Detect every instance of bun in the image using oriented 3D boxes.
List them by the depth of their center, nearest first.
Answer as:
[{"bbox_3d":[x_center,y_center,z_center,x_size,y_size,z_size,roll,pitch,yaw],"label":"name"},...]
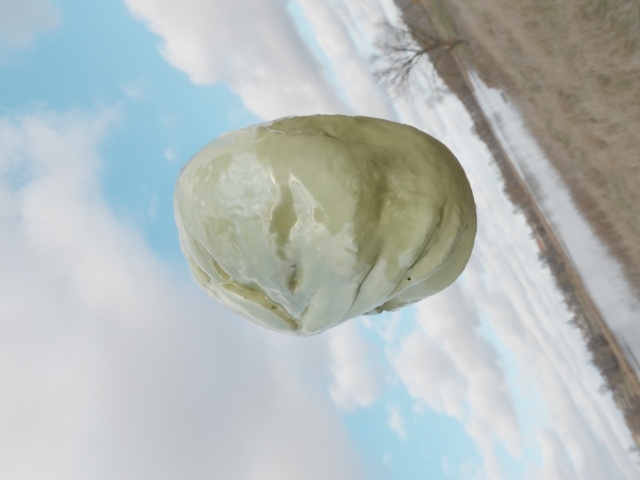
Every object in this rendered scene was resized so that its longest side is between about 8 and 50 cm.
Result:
[{"bbox_3d":[0.000,0.000,0.442,0.259,0.259,0.160,27,-126,-55],"label":"bun"}]
